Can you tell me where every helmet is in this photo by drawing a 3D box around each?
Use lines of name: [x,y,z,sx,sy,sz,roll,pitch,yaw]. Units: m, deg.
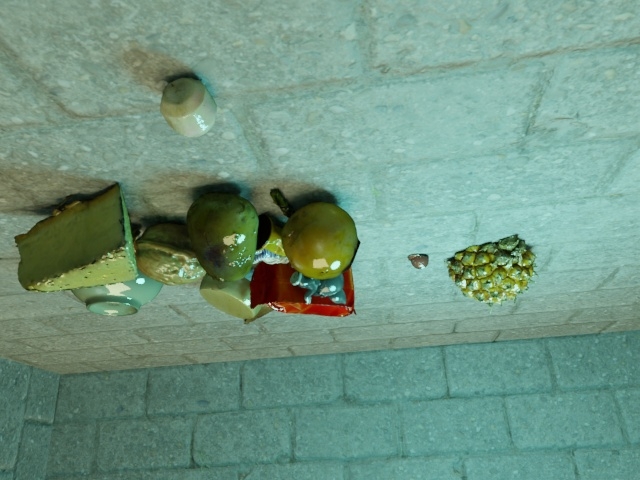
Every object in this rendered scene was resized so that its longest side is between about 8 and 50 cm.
helmet: [0.373,0.084,2.002,0.084,0.049,0.065,4,156,-16]

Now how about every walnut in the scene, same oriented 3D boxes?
walnut: [-0.455,0.043,1.639,0.245,0.198,0.198,19,148,-26]

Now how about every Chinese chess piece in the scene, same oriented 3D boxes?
Chinese chess piece: [-0.341,0.206,2.031,0.251,0.097,0.250,20,153,11]

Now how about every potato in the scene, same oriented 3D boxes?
potato: [-0.278,-0.006,1.512,0.210,0.173,0.307,10,132,10]

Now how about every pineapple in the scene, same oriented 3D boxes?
pineapple: [0.666,0.129,1.942,0.345,0.208,0.286,2,156,-8]

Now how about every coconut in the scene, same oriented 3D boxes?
coconut: [-0.265,-0.267,1.082,0.110,0.110,0.124,-7,153,8]

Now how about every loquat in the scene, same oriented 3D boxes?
loquat: [0.000,0.000,1.550,0.235,0.234,0.235,-3,156,-1]

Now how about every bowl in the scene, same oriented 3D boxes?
bowl: [-0.724,0.157,1.868,0.354,0.185,0.353,-2,156,-1]

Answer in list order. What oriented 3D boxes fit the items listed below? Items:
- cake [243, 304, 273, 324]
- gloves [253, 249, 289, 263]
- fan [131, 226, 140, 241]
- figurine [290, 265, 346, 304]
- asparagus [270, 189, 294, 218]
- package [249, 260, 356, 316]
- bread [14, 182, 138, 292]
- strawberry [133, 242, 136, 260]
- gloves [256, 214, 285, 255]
cake: [-0.272,0.275,2.273,0.113,0.115,0.295,9,153,-23]
gloves: [-0.198,0.030,1.764,0.229,0.119,0.097,2,119,-35]
fan: [-0.609,0.016,1.619,0.039,0.155,0.082,36,126,-12]
figurine: [-0.009,0.118,1.847,0.140,0.192,0.265,-12,160,18]
asparagus: [-0.107,-0.102,1.549,0.036,0.030,0.165,-20,153,11]
package: [-0.050,0.179,1.987,0.424,0.195,0.123,8,149,-22]
bread: [-0.666,-0.008,1.433,0.316,0.248,0.279,-7,154,-25]
strawberry: [-0.668,0.045,1.708,0.188,0.121,0.082,-12,-164,-32]
gloves: [-0.089,0.019,1.703,0.116,0.133,0.294,-34,141,31]
